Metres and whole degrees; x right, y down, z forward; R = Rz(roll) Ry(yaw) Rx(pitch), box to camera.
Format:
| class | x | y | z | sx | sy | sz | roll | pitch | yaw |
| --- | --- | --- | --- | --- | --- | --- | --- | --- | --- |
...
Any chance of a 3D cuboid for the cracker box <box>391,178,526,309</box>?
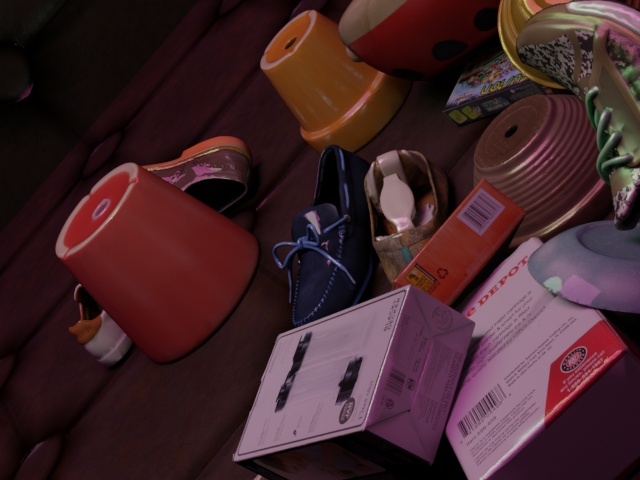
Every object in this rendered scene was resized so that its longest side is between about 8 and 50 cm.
| class | x | y | z | sx | sy | sz | roll | pitch | yaw |
| --- | --- | --- | --- | --- | --- | --- | --- | --- | --- |
| cracker box | 0.149 | 0.035 | 1.656 | 0.155 | 0.067 | 0.232 | -49 | -10 | -12 |

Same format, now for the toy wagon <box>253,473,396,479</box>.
| class | x | y | z | sx | sy | sz | roll | pitch | yaw |
| --- | --- | --- | --- | --- | --- | --- | --- | --- | --- |
| toy wagon | -0.057 | 0.347 | 1.684 | 0.344 | 0.068 | 0.267 | -26 | 32 | 42 |

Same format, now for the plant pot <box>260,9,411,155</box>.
| class | x | y | z | sx | sy | sz | roll | pitch | yaw |
| --- | --- | --- | --- | --- | --- | --- | --- | --- | --- |
| plant pot | 0.012 | -0.267 | 2.347 | 0.205 | 0.188 | 0.205 | -38 | 25 | 22 |

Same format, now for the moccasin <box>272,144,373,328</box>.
| class | x | y | z | sx | sy | sz | roll | pitch | yaw |
| --- | --- | --- | --- | --- | --- | --- | --- | --- | --- |
| moccasin | 0.000 | 0.000 | 2.050 | 0.138 | 0.117 | 0.342 | -33 | 28 | 31 |

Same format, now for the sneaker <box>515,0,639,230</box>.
| class | x | y | z | sx | sy | sz | roll | pitch | yaw |
| --- | --- | --- | --- | --- | --- | --- | --- | --- | --- |
| sneaker | 0.325 | -0.104 | 1.445 | 0.182 | 0.158 | 0.410 | -49 | 50 | -6 |

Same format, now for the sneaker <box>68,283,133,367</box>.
| class | x | y | z | sx | sy | sz | roll | pitch | yaw |
| --- | --- | --- | --- | --- | --- | --- | --- | --- | --- |
| sneaker | -0.352 | 0.078 | 2.535 | 0.106 | 0.123 | 0.290 | -32 | 26 | 37 |

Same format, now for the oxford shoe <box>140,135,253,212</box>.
| class | x | y | z | sx | sy | sz | roll | pitch | yaw |
| --- | --- | --- | --- | --- | --- | --- | --- | --- | --- |
| oxford shoe | -0.286 | -0.060 | 2.559 | 0.364 | 0.130 | 0.132 | -28 | 33 | 12 |

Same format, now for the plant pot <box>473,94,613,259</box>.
| class | x | y | z | sx | sy | sz | roll | pitch | yaw |
| --- | --- | --- | --- | --- | --- | --- | --- | --- | --- |
| plant pot | 0.265 | -0.100 | 1.758 | 0.237 | 0.110 | 0.237 | -38 | 24 | 21 |

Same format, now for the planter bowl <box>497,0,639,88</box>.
| class | x | y | z | sx | sy | sz | roll | pitch | yaw |
| --- | --- | --- | --- | --- | --- | --- | --- | --- | --- |
| planter bowl | 0.320 | -0.313 | 1.868 | 0.217 | 0.090 | 0.217 | -6 | 74 | 24 |

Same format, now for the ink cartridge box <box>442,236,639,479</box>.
| class | x | y | z | sx | sy | sz | roll | pitch | yaw |
| --- | --- | --- | --- | --- | --- | --- | --- | --- | --- |
| ink cartridge box | 0.221 | 0.143 | 1.457 | 0.197 | 0.114 | 0.273 | -45 | 24 | 10 |

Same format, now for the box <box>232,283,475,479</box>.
| class | x | y | z | sx | sy | sz | roll | pitch | yaw |
| --- | --- | --- | --- | --- | --- | --- | --- | --- | --- |
| box | 0.030 | 0.164 | 1.546 | 0.290 | 0.087 | 0.169 | -26 | 39 | 56 |

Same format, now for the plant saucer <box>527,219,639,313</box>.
| class | x | y | z | sx | sy | sz | roll | pitch | yaw |
| --- | --- | --- | --- | --- | --- | --- | --- | --- | --- |
| plant saucer | 0.305 | 0.016 | 1.443 | 0.195 | 0.037 | 0.195 | 1 | 23 | 0 |

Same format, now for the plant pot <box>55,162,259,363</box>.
| class | x | y | z | sx | sy | sz | roll | pitch | yaw |
| --- | --- | --- | --- | --- | --- | --- | --- | --- | --- |
| plant pot | -0.273 | 0.022 | 2.332 | 0.275 | 0.243 | 0.275 | -38 | 26 | 22 |

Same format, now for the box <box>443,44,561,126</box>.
| class | x | y | z | sx | sy | sz | roll | pitch | yaw |
| --- | --- | --- | --- | --- | --- | --- | --- | --- | --- |
| box | 0.272 | -0.235 | 2.041 | 0.207 | 0.036 | 0.114 | -15 | 40 | 51 |

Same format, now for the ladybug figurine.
| class | x | y | z | sx | sy | sz | roll | pitch | yaw |
| --- | --- | --- | --- | --- | --- | --- | --- | --- | --- |
| ladybug figurine | 0.220 | -0.368 | 2.110 | 0.449 | 0.161 | 0.305 | -32 | -5 | 36 |

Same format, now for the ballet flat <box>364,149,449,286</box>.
| class | x | y | z | sx | sy | sz | roll | pitch | yaw |
| --- | --- | --- | --- | --- | --- | --- | --- | --- | --- |
| ballet flat | 0.111 | -0.056 | 1.941 | 0.123 | 0.123 | 0.348 | -40 | 25 | 19 |
